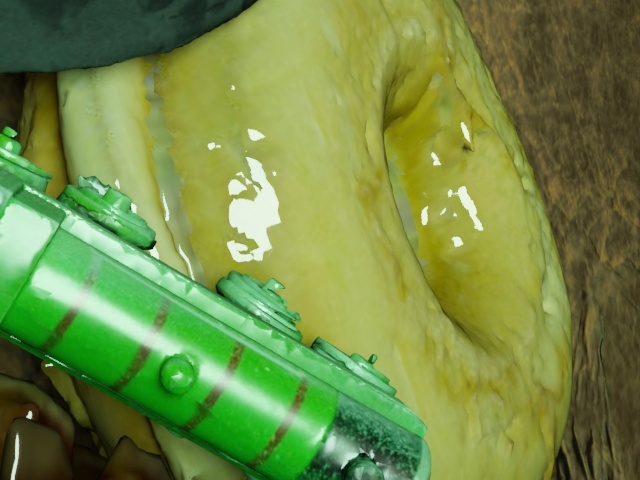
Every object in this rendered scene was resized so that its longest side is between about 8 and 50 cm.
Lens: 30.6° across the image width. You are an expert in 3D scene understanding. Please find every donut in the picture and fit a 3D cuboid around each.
[{"bbox_3d":[0.000,0.000,0.695,0.449,0.198,0.448,36,45,-49],"label":"donut"}]

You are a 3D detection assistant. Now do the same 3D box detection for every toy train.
[{"bbox_3d":[-0.065,0.037,0.450,0.251,0.119,0.085,31,90,-11],"label":"toy train"}]

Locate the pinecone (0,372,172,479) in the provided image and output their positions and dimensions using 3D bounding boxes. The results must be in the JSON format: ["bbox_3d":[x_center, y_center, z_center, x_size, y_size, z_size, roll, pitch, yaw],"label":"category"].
[{"bbox_3d":[-0.167,0.211,0.407,0.398,0.398,0.397,10,76,-48],"label":"pinecone"}]

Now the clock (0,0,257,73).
[{"bbox_3d":[-0.146,-0.199,0.549,0.312,0.313,0.061,-55,166,-39],"label":"clock"}]
